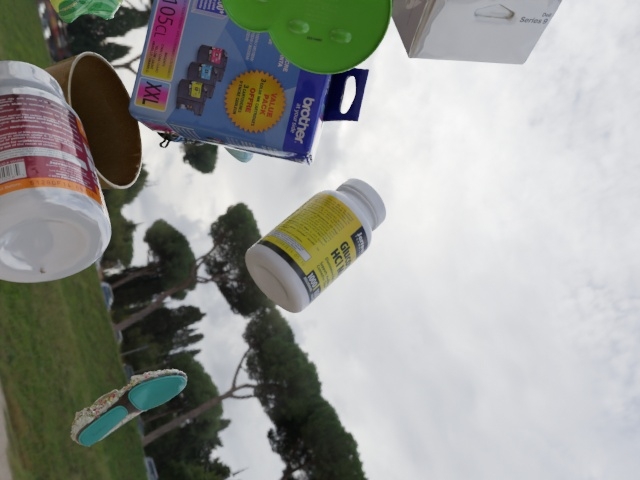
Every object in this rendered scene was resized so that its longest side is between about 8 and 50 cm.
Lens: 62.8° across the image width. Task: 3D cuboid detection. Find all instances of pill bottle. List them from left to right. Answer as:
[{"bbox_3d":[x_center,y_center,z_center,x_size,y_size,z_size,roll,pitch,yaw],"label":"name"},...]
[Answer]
[{"bbox_3d":[-0.295,-0.076,0.530,0.221,0.121,0.121,61,-32,31],"label":"pill bottle"},{"bbox_3d":[0.000,0.000,1.248,0.188,0.334,0.188,37,-27,23],"label":"pill bottle"}]

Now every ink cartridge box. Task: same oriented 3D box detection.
[{"bbox_3d":[-0.115,-0.304,0.975,0.151,0.395,0.270,-114,-143,-89],"label":"ink cartridge box"},{"bbox_3d":[0.212,-0.421,0.836,0.121,0.211,0.289,107,-24,-54],"label":"ink cartridge box"}]

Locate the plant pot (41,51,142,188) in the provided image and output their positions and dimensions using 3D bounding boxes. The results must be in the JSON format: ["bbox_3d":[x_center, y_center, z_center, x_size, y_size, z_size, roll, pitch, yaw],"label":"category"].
[{"bbox_3d":[-0.492,-0.189,0.940,0.237,0.254,0.237,-9,90,-82],"label":"plant pot"}]

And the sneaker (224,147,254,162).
[{"bbox_3d":[-0.281,-0.347,1.459,0.366,0.135,0.150,57,-30,38],"label":"sneaker"}]

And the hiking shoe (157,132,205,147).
[{"bbox_3d":[-0.304,-0.354,1.115,0.113,0.132,0.304,-6,-82,33],"label":"hiking shoe"}]

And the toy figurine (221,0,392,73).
[{"bbox_3d":[-0.018,-0.281,0.582,0.159,0.173,0.130,-95,-164,-50],"label":"toy figurine"}]

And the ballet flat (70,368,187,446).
[{"bbox_3d":[-0.394,0.320,1.070,0.077,0.241,0.091,38,-31,48],"label":"ballet flat"}]

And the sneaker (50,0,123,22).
[{"bbox_3d":[-0.540,-0.628,1.309,0.109,0.295,0.123,40,-36,16],"label":"sneaker"}]
